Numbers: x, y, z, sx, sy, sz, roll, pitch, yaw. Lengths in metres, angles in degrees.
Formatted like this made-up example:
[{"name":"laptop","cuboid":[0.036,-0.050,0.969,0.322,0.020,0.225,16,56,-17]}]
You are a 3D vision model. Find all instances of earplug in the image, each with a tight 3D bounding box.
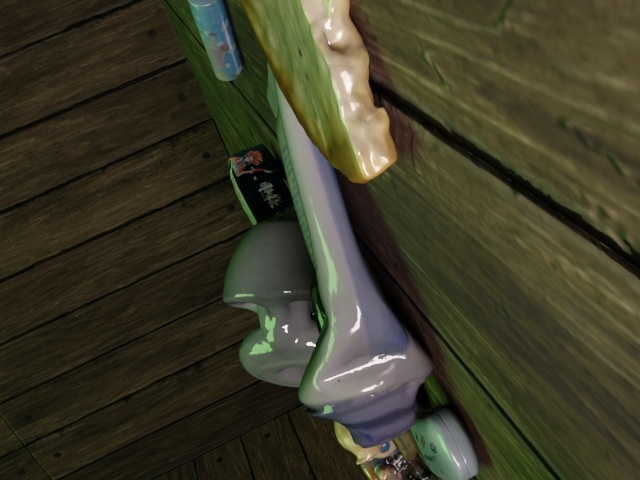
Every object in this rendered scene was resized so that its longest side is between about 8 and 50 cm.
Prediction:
[{"name":"earplug","cuboid":[-0.036,0.118,1.129,0.175,0.214,0.325,-76,-27,-54]}]

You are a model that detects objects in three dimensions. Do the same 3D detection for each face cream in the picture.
[{"name":"face cream","cuboid":[0.000,0.000,0.746,0.235,0.137,0.420,96,156,-80]}]

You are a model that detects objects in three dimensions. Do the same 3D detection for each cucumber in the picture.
[{"name":"cucumber","cuboid":[0.014,0.106,0.991,0.048,0.048,0.105,98,151,-79]}]

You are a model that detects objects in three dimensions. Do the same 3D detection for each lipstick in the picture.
[{"name":"lipstick","cuboid":[-0.149,-0.296,1.042,0.048,0.048,0.158,62,173,27]}]

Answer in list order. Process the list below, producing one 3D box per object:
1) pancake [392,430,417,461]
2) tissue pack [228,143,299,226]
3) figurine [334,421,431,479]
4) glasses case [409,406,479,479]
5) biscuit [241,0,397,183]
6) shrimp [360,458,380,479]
[{"name":"pancake","cuboid":[0.081,0.165,0.932,0.222,0.042,0.236,-64,-47,-88]},{"name":"tissue pack","cuboid":[-0.087,-0.071,1.217,0.170,0.090,0.103,58,171,36]},{"name":"figurine","cuboid":[0.100,0.316,1.130,0.196,0.114,0.108,57,166,-13]},{"name":"glasses case","cuboid":[0.125,0.209,0.750,0.178,0.045,0.067,91,154,-77]},{"name":"biscuit","cuboid":[-0.031,-0.188,0.513,0.204,0.040,0.309,-153,39,-79]},{"name":"shrimp","cuboid":[0.116,0.364,1.262,0.126,0.047,0.223,43,-161,-6]}]
